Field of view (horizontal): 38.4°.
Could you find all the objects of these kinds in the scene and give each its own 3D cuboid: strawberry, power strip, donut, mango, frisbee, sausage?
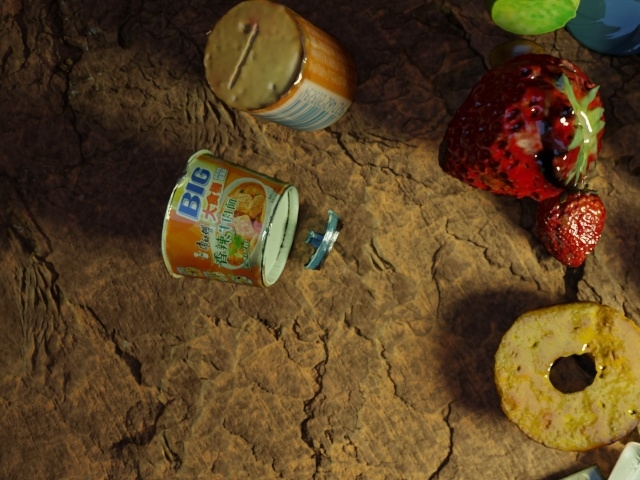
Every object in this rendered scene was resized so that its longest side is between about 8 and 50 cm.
[{"bbox_3d":[0.479,-0.031,1.779,0.131,0.131,0.148,13,83,20],"label":"strawberry"},{"bbox_3d":[0.494,0.480,1.782,0.123,0.032,0.056,-28,79,16],"label":"power strip"},{"bbox_3d":[0.489,0.255,1.762,0.302,0.110,0.303,-2,84,22],"label":"donut"},{"bbox_3d":[0.372,-0.220,1.741,0.309,0.291,0.292,21,93,30],"label":"strawberry"},{"bbox_3d":[0.399,-0.370,1.865,0.114,0.060,0.080,14,107,18],"label":"mango"},{"bbox_3d":[0.605,-0.508,1.804,0.289,0.049,0.290,-1,86,20],"label":"frisbee"},{"bbox_3d":[-0.075,-0.355,1.919,0.233,0.287,0.233,0,89,24],"label":"sausage"}]

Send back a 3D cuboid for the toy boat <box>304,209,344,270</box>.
[{"bbox_3d":[0.000,0.000,1.983,0.060,0.060,0.137,29,100,-2],"label":"toy boat"}]

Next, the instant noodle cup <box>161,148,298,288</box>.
[{"bbox_3d":[-0.180,-0.032,1.950,0.213,0.296,0.297,14,91,11],"label":"instant noodle cup"}]

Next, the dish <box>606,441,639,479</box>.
[{"bbox_3d":[0.599,0.506,1.724,0.154,0.064,0.234,27,95,20],"label":"dish"}]

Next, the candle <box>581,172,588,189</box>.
[{"bbox_3d":[0.514,-0.165,1.825,0.021,0.026,0.168,-8,83,24],"label":"candle"}]

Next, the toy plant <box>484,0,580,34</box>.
[{"bbox_3d":[0.419,-0.582,1.828,0.224,0.184,0.316,-11,64,39],"label":"toy plant"}]
